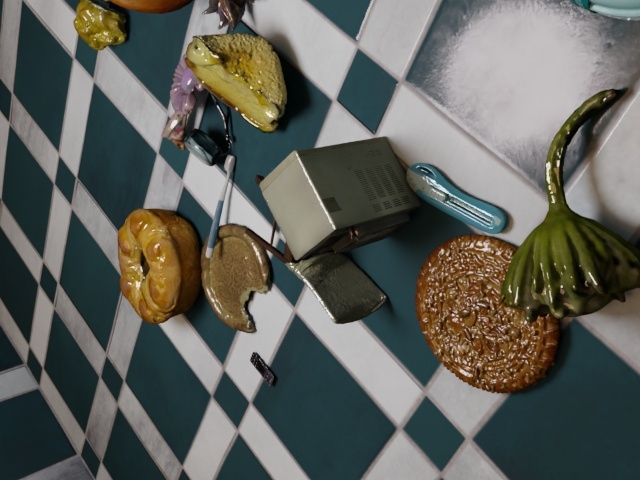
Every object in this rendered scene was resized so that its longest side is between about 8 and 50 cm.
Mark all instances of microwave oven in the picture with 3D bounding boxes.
[{"bbox_3d":[0.041,-0.076,1.344,0.145,0.241,0.193,-34,77,46],"label":"microwave oven"}]

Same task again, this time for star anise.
[{"bbox_3d":[-0.189,-0.543,1.571,0.204,0.061,0.180,-52,53,36],"label":"star anise"}]

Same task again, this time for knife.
[{"bbox_3d":[0.238,-0.075,1.291,0.222,0.031,0.064,35,122,34],"label":"knife"}]

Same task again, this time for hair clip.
[{"bbox_3d":[-0.333,-0.342,1.765,0.300,0.069,0.172,-62,36,41],"label":"hair clip"}]

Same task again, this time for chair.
[{"bbox_3d":[0.000,0.000,1.476,0.319,0.160,0.186,40,130,34],"label":"chair"}]

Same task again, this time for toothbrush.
[{"bbox_3d":[-0.252,-0.082,1.786,0.025,0.019,0.275,35,117,43],"label":"toothbrush"}]

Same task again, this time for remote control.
[{"bbox_3d":[-0.147,0.327,1.838,0.096,0.014,0.039,46,131,28],"label":"remote control"}]

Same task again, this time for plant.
[{"bbox_3d":[0.390,-0.025,1.113,0.251,0.180,0.333,-15,63,37],"label":"plant"}]

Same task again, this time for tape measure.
[{"bbox_3d":[-0.257,-0.275,1.753,0.179,0.104,0.107,-65,18,-5],"label":"tape measure"}]

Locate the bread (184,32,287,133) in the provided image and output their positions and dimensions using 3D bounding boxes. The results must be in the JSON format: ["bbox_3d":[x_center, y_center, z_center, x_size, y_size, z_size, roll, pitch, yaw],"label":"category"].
[{"bbox_3d":[-0.159,-0.365,1.543,0.252,0.133,0.174,37,163,-2],"label":"bread"}]

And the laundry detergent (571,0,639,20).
[{"bbox_3d":[0.407,-0.396,0.808,0.287,0.305,0.287,17,115,42],"label":"laundry detergent"}]

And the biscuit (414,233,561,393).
[{"bbox_3d":[0.291,0.135,1.297,0.305,0.038,0.305,17,114,43],"label":"biscuit"}]

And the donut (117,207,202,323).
[{"bbox_3d":[-0.445,0.064,1.970,0.299,0.150,0.317,55,136,19],"label":"donut"}]

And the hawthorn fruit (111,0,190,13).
[{"bbox_3d":[-0.389,-0.677,1.480,0.403,0.403,0.402,17,114,43],"label":"hawthorn fruit"}]

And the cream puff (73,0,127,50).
[{"bbox_3d":[-0.599,-0.583,1.950,0.156,0.121,0.156,20,121,37],"label":"cream puff"}]

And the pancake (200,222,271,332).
[{"bbox_3d":[-0.216,0.100,1.827,0.288,0.033,0.285,-15,90,47],"label":"pancake"}]
